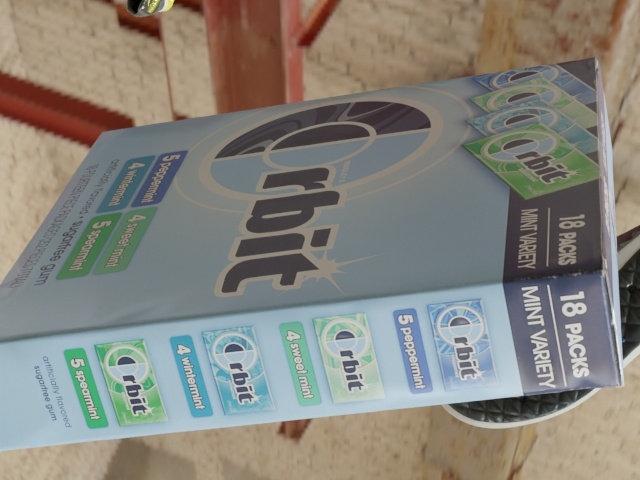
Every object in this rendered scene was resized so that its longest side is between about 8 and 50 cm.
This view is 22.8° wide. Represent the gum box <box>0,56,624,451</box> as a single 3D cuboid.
[{"bbox_3d":[0.000,0.000,0.506,0.184,0.041,0.157,-8,-155,13],"label":"gum box"}]

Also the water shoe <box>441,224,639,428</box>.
[{"bbox_3d":[0.162,0.048,0.961,0.203,0.080,0.073,-29,-87,9],"label":"water shoe"}]

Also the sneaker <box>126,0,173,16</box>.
[{"bbox_3d":[-0.125,-0.193,1.095,0.031,0.083,0.035,4,-149,39],"label":"sneaker"}]
